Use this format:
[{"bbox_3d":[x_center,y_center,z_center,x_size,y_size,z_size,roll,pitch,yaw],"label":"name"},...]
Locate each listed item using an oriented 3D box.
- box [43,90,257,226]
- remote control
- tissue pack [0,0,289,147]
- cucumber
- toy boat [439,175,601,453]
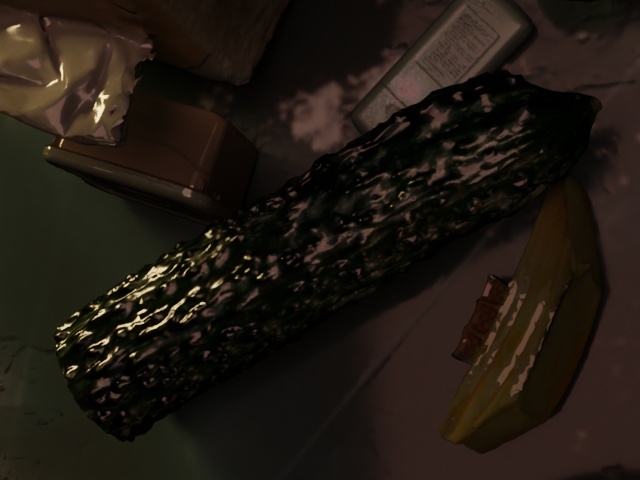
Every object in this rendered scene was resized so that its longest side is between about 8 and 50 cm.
[{"bbox_3d":[-0.104,-0.055,0.749,0.122,0.089,0.062,19,84,19],"label":"box"},{"bbox_3d":[0.074,-0.104,0.722,0.053,0.018,0.124,45,102,15],"label":"remote control"},{"bbox_3d":[-0.194,-0.194,0.704,0.305,0.238,0.239,22,95,19],"label":"tissue pack"},{"bbox_3d":[0.000,0.000,0.694,0.359,0.096,0.096,-33,77,18],"label":"cucumber"},{"bbox_3d":[0.119,0.044,0.678,0.066,0.065,0.172,25,91,42],"label":"toy boat"}]
